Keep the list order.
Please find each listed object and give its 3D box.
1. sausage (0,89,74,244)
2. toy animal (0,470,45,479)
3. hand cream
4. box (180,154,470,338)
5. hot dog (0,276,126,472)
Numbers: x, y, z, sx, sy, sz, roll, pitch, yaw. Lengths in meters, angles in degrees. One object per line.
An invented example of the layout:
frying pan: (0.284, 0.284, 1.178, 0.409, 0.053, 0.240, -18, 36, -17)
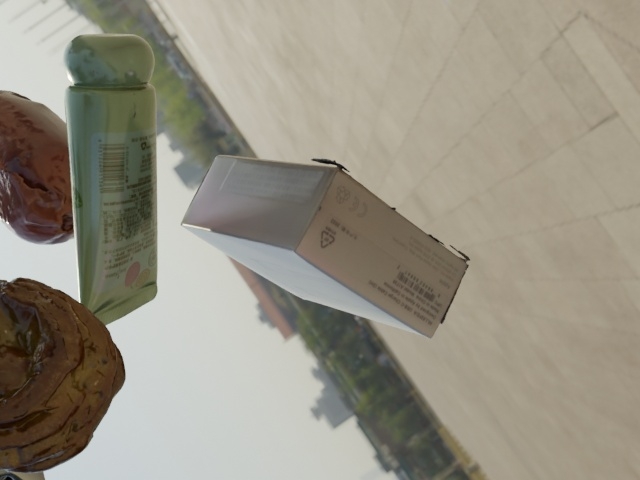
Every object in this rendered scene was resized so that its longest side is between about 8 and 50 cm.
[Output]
sausage: (-0.389, -0.099, 1.314, 0.280, 0.152, 0.152, 39, 169, 38)
toy animal: (-0.445, 0.278, 1.191, 0.166, 0.179, 0.138, 58, -165, 7)
hand cream: (-0.216, -0.064, 1.055, 0.147, 0.093, 0.305, -32, -56, -64)
box: (0.000, 0.000, 1.073, 0.203, 0.106, 0.252, 32, 169, -34)
hot dog: (-0.308, 0.117, 0.879, 0.259, 0.175, 0.114, 1, 139, 32)
